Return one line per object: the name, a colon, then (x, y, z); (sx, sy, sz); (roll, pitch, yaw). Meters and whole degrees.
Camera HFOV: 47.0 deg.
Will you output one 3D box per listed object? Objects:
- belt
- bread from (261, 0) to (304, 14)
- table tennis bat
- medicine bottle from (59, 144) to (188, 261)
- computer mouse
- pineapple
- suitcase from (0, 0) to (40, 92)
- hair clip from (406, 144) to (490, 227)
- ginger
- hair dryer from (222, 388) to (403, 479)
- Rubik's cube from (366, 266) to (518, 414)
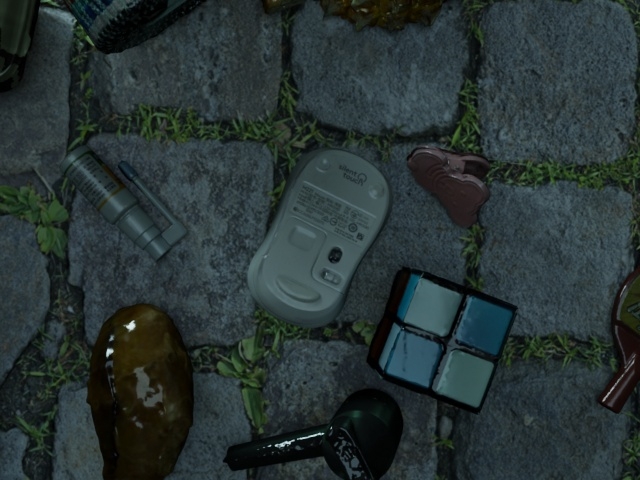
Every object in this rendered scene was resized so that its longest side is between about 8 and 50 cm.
belt: (-0.267, -0.435, 1.144); (0.295, 0.207, 0.160); (-37, 94, -4)
bread: (-0.066, -0.422, 1.224); (0.083, 0.077, 0.070); (-19, 102, -3)
table tennis bat: (0.585, 0.164, 1.281); (0.200, 0.038, 0.310); (37, 84, -2)
medicine bottle: (-0.322, -0.067, 1.216); (0.092, 0.061, 0.221); (-43, 93, -22)
computer mouse: (0.000, 0.000, 1.204); (0.184, 0.121, 0.297); (21, 75, -1)
pineapple: (0.165, -0.441, 1.193); (0.334, 0.158, 0.161); (-30, 92, -4)
suitcase: (-0.607, -0.408, 1.134); (0.351, 0.194, 0.339); (8, 83, -4)
hair clip: (0.211, -0.097, 1.224); (0.138, 0.123, 0.102); (14, 60, -8)
ginger: (-0.284, 0.262, 1.163); (0.165, 0.172, 0.321); (5, 88, -41)
hair dryer: (-0.026, 0.332, 1.153); (0.302, 0.244, 0.116); (-16, 85, 11)
Rubik's cube: (0.188, 0.153, 1.183); (0.167, 0.180, 0.184); (19, 87, -4)
